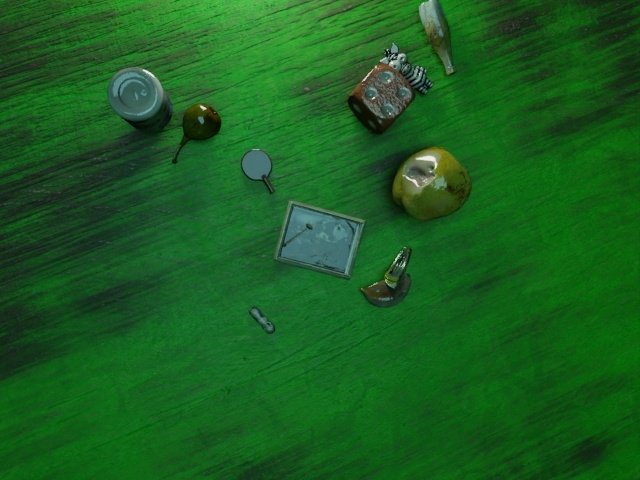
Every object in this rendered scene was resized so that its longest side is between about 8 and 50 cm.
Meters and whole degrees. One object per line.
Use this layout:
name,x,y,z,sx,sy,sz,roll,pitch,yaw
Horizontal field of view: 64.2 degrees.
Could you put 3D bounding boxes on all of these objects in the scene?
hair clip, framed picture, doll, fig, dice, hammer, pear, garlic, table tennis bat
hair clip,0.282,0.097,1.854,0.060,0.033,0.188,21,59,22
framed picture,0.000,0.000,1.840,0.297,0.019,0.232,14,90,-9
doll,-0.209,0.284,1.816,0.037,0.027,0.125,-42,98,3
fig,-0.435,-0.358,1.732,0.124,0.124,0.236,39,111,-8
doll,0.311,-0.612,1.837,0.219,0.067,0.091,38,106,-6
dice,0.206,-0.490,1.771,0.179,0.175,0.174,42,87,-9
hammer,-0.082,-0.017,1.809,0.123,0.014,0.029,-38,89,-5
pear,0.382,-0.192,1.774,0.272,0.271,0.270,0,92,-9
garlic,0.252,0.189,1.855,0.196,0.087,0.101,-19,80,-6
table tennis bat,-0.204,-0.241,1.749,0.108,0.119,0.169,-32,95,-6

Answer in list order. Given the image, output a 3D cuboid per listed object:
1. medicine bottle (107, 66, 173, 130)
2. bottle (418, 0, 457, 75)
medicine bottle,-0.553,-0.428,1.602,0.157,0.289,0.156,0,92,-8
bottle,0.431,-0.730,1.844,0.083,0.083,0.269,-22,99,-7
